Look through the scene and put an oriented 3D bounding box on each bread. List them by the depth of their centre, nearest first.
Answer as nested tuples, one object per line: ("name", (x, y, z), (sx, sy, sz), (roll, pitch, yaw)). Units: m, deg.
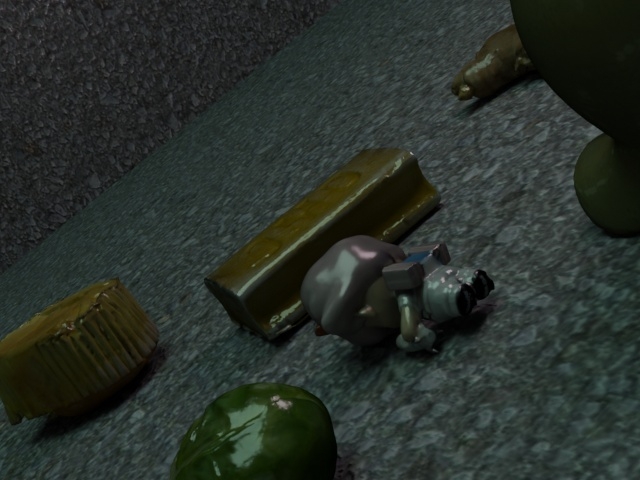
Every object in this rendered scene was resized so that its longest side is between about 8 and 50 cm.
("bread", (-0.337, 0.156, 1.557), (0.250, 0.133, 0.179), (-25, 19, 31))

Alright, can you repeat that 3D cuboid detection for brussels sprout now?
("brussels sprout", (-0.056, 0.182, 0.945), (0.155, 0.117, 0.155), (-23, 22, 10))

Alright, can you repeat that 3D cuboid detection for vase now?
("vase", (0.325, -0.159, 0.910), (0.329, 0.302, 0.241), (7, 42, 41))

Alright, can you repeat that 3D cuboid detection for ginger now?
("ginger", (0.282, -0.268, 1.596), (0.213, 0.074, 0.137), (-30, 16, 42))

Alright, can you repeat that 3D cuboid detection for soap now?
("soap", (0.000, 0.000, 1.391), (0.274, 0.089, 0.173), (-39, 16, -14))

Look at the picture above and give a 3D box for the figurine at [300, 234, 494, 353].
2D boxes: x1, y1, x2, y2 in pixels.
("figurine", (0.061, 0.050, 1.105), (0.229, 0.112, 0.137), (-3, 30, 45))
